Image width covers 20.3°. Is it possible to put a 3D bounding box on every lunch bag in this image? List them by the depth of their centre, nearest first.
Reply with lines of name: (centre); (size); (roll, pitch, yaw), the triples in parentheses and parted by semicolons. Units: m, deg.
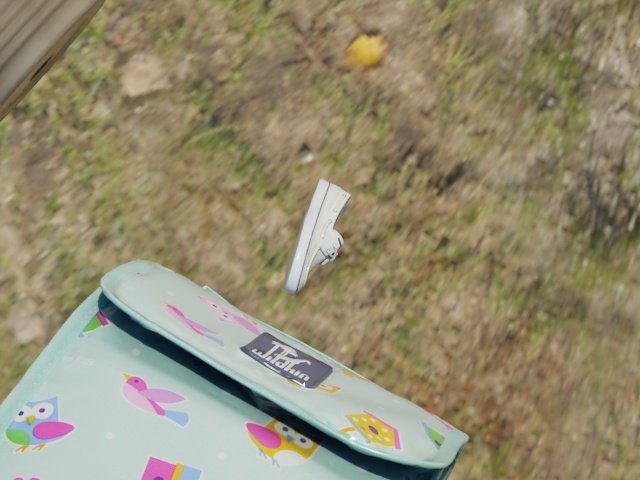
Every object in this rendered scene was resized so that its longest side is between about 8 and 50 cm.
lunch bag: (-0.059, 0.135, 0.934); (0.223, 0.262, 0.160); (27, 136, 9)

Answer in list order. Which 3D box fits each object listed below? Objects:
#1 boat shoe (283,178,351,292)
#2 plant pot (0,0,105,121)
boat shoe: (0.000, 0.000, 1.343); (0.035, 0.100, 0.035); (21, 144, -4)
plant pot: (-0.198, -0.132, 1.008); (0.110, 0.237, 0.237); (43, 116, -7)
